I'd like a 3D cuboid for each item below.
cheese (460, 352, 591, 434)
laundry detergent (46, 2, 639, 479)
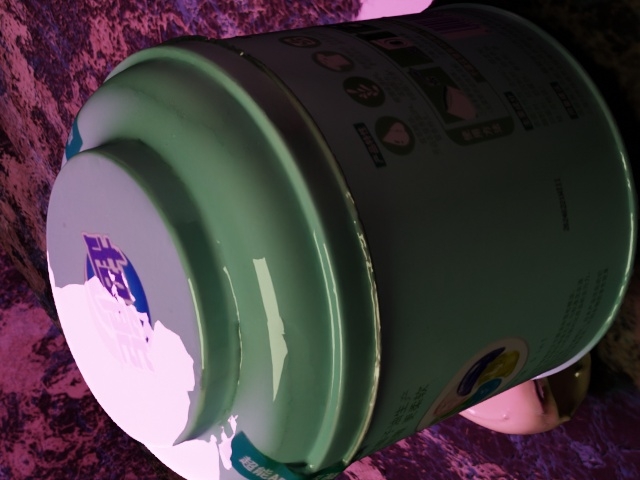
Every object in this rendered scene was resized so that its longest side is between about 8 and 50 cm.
[{"bbox_3d":[0.106,0.077,0.927,0.286,0.082,0.163,15,131,49],"label":"cheese"},{"bbox_3d":[0.000,0.000,0.689,0.287,0.305,0.287,23,120,46],"label":"laundry detergent"}]
